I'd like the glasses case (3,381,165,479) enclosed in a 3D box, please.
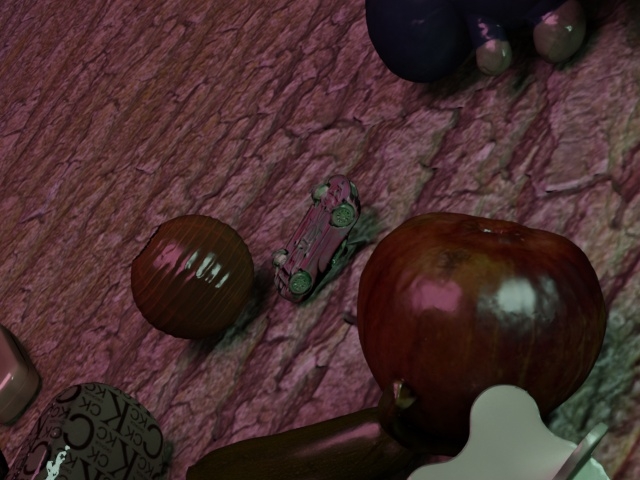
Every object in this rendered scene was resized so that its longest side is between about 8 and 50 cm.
[{"bbox_3d":[-0.262,0.301,1.318,0.085,0.137,0.354,-14,45,46],"label":"glasses case"}]

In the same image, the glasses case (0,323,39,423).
[{"bbox_3d":[-0.418,0.167,1.772,0.083,0.050,0.196,-46,30,-2],"label":"glasses case"}]

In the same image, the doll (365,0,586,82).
[{"bbox_3d":[0.159,-0.260,1.442,0.258,0.154,0.228,-23,46,51],"label":"doll"}]

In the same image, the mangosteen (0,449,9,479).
[{"bbox_3d":[-0.444,0.297,1.415,0.300,0.300,0.300,-33,33,25],"label":"mangosteen"}]

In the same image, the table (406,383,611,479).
[{"bbox_3d":[0.123,0.210,0.915,0.198,0.166,0.166,-47,29,-14],"label":"table"}]

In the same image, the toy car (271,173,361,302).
[{"bbox_3d":[0.000,0.000,1.418,0.142,0.055,0.069,-58,27,10],"label":"toy car"}]

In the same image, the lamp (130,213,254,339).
[{"bbox_3d":[-0.136,0.040,1.474,0.136,0.136,0.136,-33,33,25],"label":"lamp"}]

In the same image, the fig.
[{"bbox_3d":[0.115,0.076,1.054,0.205,0.205,0.205,-33,33,25],"label":"fig"}]

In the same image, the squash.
[{"bbox_3d":[-0.024,0.199,1.199,0.318,0.080,0.071,-22,76,39],"label":"squash"}]
